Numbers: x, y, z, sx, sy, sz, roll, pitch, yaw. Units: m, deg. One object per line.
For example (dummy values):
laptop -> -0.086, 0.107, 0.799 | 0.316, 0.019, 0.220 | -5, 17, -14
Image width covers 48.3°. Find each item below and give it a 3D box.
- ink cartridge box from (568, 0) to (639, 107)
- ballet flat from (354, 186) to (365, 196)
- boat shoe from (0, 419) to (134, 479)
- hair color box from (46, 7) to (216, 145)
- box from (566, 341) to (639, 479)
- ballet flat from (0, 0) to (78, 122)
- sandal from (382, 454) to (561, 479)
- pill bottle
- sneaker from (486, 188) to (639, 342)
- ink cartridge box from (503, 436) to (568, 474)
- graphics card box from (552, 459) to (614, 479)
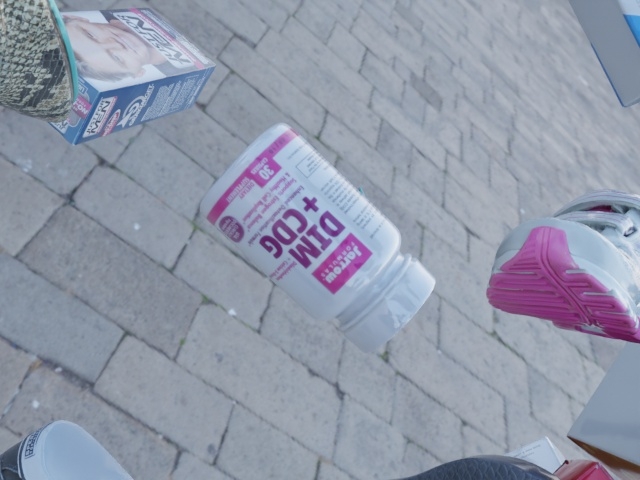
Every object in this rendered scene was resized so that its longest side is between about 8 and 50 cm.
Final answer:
ink cartridge box -> 0.360, -0.233, 0.686 | 0.082, 0.191, 0.139 | 121, -55, -82
ballet flat -> 0.074, 0.017, 1.134 | 0.073, 0.067, 0.206 | 14, 52, -84
boat shoe -> -0.225, 0.330, 0.750 | 0.306, 0.105, 0.113 | 52, 21, -17
hair color box -> -0.333, -0.279, 1.154 | 0.174, 0.105, 0.347 | 40, 28, 3
box -> 0.441, 0.216, 0.683 | 0.215, 0.168, 0.345 | 38, -8, -5
ballet flat -> -0.320, -0.260, 0.584 | 0.164, 0.482, 0.182 | 32, 52, 13
sandal -> 0.107, 0.216, 0.558 | 0.055, 0.254, 0.097 | 3, 74, -37
pill bottle -> 0.000, 0.000, 0.911 | 0.283, 0.160, 0.160 | 43, 32, -2
sneaker -> 0.201, 0.011, 0.535 | 0.252, 0.103, 0.111 | 20, 80, -57
ink cartridge box -> 0.308, 0.375, 0.881 | 0.158, 0.092, 0.217 | 44, 21, -48
graphics card box -> 0.253, 0.397, 0.573 | 0.371, 0.233, 0.094 | 52, -10, 16
